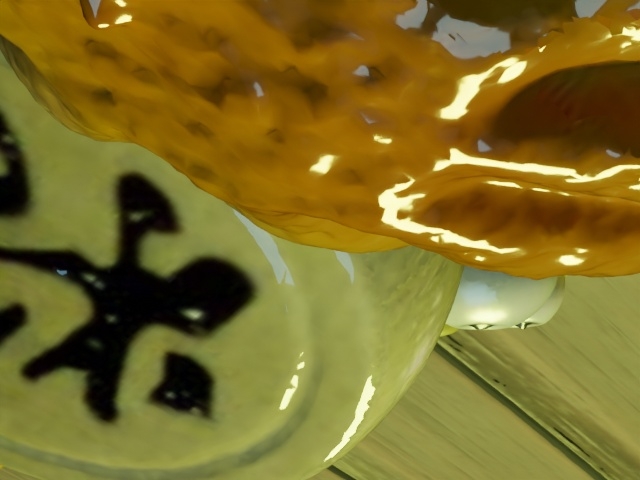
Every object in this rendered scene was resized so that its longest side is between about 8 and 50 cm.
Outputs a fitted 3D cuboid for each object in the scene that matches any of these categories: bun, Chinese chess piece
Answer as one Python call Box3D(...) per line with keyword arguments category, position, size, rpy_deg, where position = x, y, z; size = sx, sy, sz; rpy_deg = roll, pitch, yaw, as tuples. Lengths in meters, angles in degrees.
Box3D(category="bun", position=(-0.002, -0.098, 0.386), size=(0.299, 0.165, 0.299), rpy_deg=(20, 146, 14))
Box3D(category="Chinese chess piece", position=(-0.076, -0.023, 0.647), size=(0.257, 0.104, 0.257), rpy_deg=(13, 137, 13))

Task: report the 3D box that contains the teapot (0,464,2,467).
Box3D(category="teapot", position=(-0.239, 0.074, 0.932), size=(0.203, 0.167, 0.311), rpy_deg=(10, 155, 0))

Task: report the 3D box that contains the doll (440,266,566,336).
Box3D(category="doll", position=(0.000, 0.001, 0.786), size=(0.291, 0.086, 0.117), rpy_deg=(-4, 174, 25))
